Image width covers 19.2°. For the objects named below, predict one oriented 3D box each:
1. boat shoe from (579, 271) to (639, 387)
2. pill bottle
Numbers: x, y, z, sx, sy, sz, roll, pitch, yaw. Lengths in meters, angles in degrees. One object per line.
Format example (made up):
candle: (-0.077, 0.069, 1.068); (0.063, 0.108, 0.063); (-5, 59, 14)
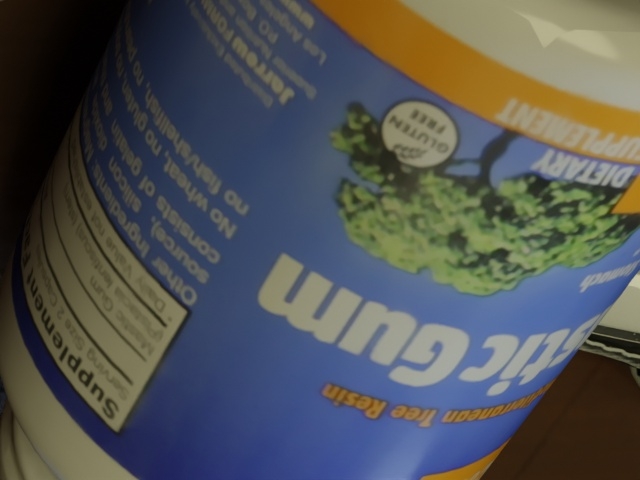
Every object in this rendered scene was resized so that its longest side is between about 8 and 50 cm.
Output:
boat shoe: (0.160, 0.036, 0.680); (0.301, 0.108, 0.102); (7, 119, -32)
pill bottle: (0.000, 0.000, 0.523); (0.152, 0.152, 0.272); (7, 133, -28)
